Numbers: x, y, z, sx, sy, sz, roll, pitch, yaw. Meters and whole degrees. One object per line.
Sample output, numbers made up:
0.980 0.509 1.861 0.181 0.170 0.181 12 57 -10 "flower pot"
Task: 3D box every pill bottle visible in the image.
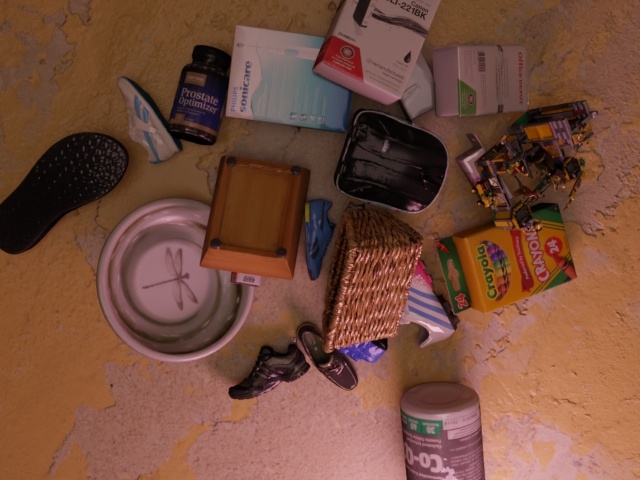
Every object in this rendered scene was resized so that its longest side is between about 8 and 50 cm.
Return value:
0.318 0.567 1.767 0.204 0.204 0.361 -6 98 1 "pill bottle"
-0.287 -0.350 1.657 0.123 0.123 0.219 13 86 -2 "pill bottle"

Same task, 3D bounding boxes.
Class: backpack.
0.174 -0.184 1.653 0.253 0.191 0.225 17 99 0 "backpack"
0.109 0.260 1.777 0.120 0.098 0.101 29 119 -13 "backpack"

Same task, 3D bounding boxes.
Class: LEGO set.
0.526 -0.172 1.579 0.331 0.192 0.255 -30 107 -29 "LEGO set"

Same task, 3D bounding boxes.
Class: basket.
0.073 0.080 1.640 0.223 0.213 0.299 -7 122 -34 "basket"

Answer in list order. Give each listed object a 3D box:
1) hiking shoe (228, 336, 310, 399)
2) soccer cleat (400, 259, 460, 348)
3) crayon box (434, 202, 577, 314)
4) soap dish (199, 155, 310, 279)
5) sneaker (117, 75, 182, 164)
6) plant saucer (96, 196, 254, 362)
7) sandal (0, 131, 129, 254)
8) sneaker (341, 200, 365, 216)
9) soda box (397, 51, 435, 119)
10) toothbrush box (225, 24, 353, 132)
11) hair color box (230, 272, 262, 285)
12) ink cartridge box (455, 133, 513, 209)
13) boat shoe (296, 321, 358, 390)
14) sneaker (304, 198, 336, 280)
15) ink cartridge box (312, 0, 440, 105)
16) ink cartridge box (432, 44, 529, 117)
-0.146 0.338 1.806 0.227 0.086 0.114 -23 85 -2 "hiking shoe"
0.220 0.126 1.739 0.143 0.116 0.331 -33 98 1 "soccer cleat"
0.461 0.049 1.706 0.318 0.081 0.202 -20 99 -11 "crayon box"
-0.155 -0.064 1.662 0.229 0.118 0.291 9 73 -2 "soap dish"
-0.440 -0.298 1.694 0.092 0.087 0.229 -31 96 7 "sneaker"
-0.360 0.098 1.699 0.400 0.100 0.400 4 82 -32 "plant saucer"
-0.657 -0.132 1.726 0.446 0.107 0.167 -32 99 18 "sandal"
0.110 -0.066 1.750 0.098 0.038 0.069 28 99 -4 "sneaker"
0.192 -0.438 1.663 0.098 0.091 0.286 -27 98 5 "soda box"
-0.067 -0.384 1.655 0.295 0.126 0.216 7 98 -2 "toothbrush box"
-0.180 0.041 1.733 0.072 0.043 0.141 13 77 -28 "hair color box"
0.393 -0.172 1.697 0.061 0.104 0.181 -32 97 4 "ink cartridge box"
0.016 0.313 1.794 0.080 0.073 0.223 -38 97 6 "boat shoe"
0.000 0.000 1.747 0.082 0.069 0.209 -1 99 -3 "sneaker"
0.129 -0.470 1.534 0.197 0.114 0.273 23 87 -12 "ink cartridge box"
0.381 -0.377 1.625 0.219 0.092 0.160 -9 100 -30 "ink cartridge box"
